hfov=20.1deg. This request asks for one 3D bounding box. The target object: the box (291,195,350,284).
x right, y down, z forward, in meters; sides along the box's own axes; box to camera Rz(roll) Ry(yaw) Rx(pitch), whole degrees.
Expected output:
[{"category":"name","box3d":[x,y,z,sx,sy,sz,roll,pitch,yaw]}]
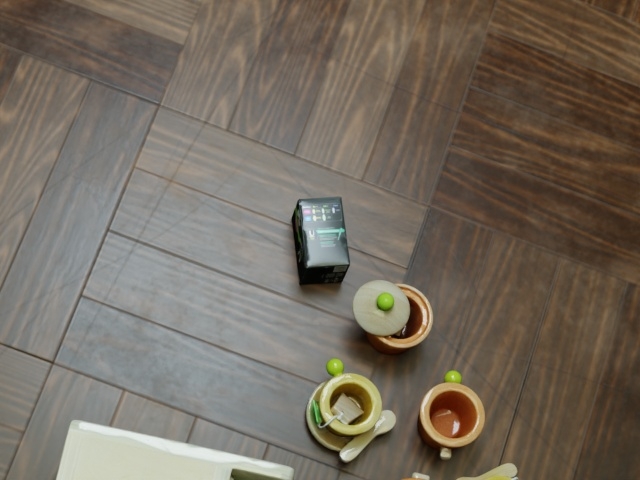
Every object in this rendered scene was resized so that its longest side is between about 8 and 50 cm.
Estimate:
[{"category":"box","box3d":[0.000,0.000,2.029,0.052,0.062,0.083,-4,70,-10]}]

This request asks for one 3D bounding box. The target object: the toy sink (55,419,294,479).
[{"category":"toy sink","box3d":[-0.159,0.287,1.846,0.234,0.153,0.131,13,68,-6]}]

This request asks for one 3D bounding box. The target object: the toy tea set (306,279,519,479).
[{"category":"toy tea set","box3d":[0.101,0.201,1.937,0.200,0.124,0.336,-23,75,-17]}]
